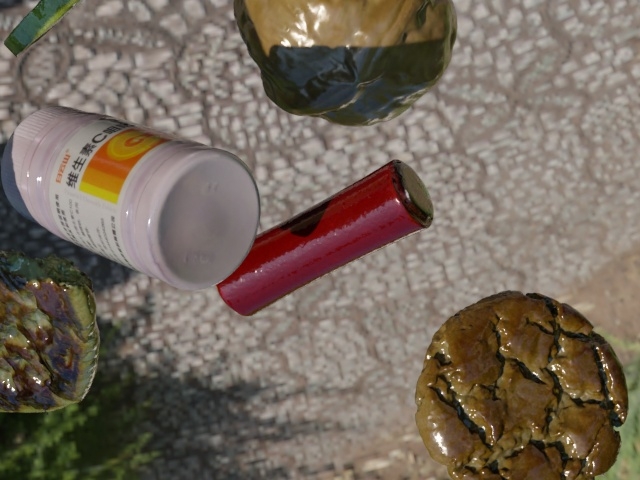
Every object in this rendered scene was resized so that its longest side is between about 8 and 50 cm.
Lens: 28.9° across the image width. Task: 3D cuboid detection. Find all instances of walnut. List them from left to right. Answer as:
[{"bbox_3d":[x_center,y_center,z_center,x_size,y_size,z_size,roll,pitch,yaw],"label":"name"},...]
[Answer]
[{"bbox_3d":[0.034,-0.303,1.679,0.306,0.344,0.306,-3,132,-4],"label":"walnut"}]

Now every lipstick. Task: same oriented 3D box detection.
[{"bbox_3d":[0.000,0.000,1.275,0.241,0.080,0.080,-28,149,25],"label":"lipstick"}]

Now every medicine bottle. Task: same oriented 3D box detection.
[{"bbox_3d":[-0.183,-0.046,1.170,0.250,0.133,0.133,20,-179,44],"label":"medicine bottle"}]

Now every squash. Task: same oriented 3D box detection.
[{"bbox_3d":[-0.332,-0.322,1.628,0.219,0.219,0.041,-32,106,31],"label":"squash"}]

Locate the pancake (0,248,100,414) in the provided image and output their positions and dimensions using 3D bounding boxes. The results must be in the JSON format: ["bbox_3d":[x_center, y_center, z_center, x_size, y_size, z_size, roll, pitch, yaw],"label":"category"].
[{"bbox_3d":[-0.424,0.108,1.620,0.067,0.305,0.427,-50,174,-39],"label":"pancake"}]

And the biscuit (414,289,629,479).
[{"bbox_3d":[0.197,0.153,1.186,0.226,0.226,0.042,-3,168,-20],"label":"biscuit"}]
